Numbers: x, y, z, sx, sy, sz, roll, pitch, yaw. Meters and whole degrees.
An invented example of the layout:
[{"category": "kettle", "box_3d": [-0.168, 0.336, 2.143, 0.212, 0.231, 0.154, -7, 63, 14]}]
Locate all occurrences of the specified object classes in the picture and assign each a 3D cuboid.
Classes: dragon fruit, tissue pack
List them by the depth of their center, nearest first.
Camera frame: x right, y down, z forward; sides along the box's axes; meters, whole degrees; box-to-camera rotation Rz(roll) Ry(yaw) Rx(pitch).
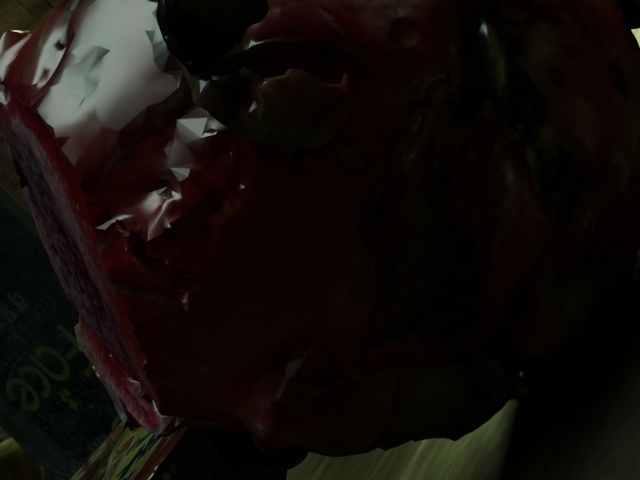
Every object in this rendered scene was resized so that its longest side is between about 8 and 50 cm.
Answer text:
[{"category": "dragon fruit", "box_3d": [0.019, -0.052, 0.604, 0.291, 0.269, 0.250, -23, 28, -14]}, {"category": "tissue pack", "box_3d": [-0.209, 0.062, 1.109, 0.228, 0.315, 0.103, -41, 7, 47]}]

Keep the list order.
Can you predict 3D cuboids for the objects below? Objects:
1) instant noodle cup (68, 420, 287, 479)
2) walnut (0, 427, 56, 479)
[{"category": "instant noodle cup", "box_3d": [-0.093, 0.164, 0.744, 0.274, 0.090, 0.274, -46, 6, 7]}, {"category": "walnut", "box_3d": [-0.386, 0.276, 1.627, 0.230, 0.178, 0.178, -48, 5, 26]}]
